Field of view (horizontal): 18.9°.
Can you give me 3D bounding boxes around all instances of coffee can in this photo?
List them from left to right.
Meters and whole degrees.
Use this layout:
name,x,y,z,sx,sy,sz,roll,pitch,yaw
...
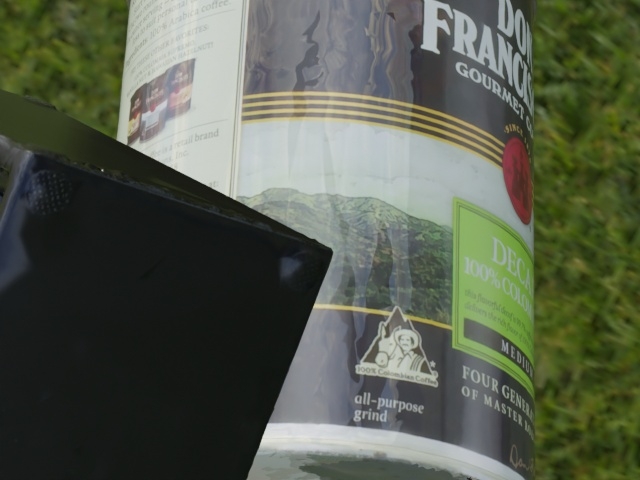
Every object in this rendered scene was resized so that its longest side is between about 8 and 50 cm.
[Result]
name,x,y,z,sx,sy,sz,roll,pitch,yaw
coffee can,0.000,0.000,0.887,0.201,0.201,0.275,-13,61,31

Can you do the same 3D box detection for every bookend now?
name,x,y,z,sx,sy,sz,roll,pitch,yaw
bookend,-0.089,0.045,0.436,0.157,0.072,0.156,28,98,56
